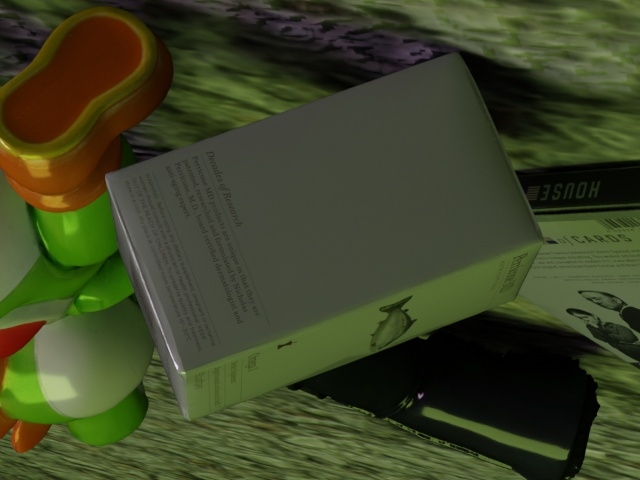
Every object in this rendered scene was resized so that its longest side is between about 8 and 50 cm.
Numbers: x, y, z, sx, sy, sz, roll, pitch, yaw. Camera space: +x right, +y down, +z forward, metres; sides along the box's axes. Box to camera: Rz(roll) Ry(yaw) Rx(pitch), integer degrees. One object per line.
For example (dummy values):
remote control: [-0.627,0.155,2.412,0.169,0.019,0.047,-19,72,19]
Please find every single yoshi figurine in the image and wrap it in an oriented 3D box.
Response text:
yoshi figurine: [-0.137,-0.021,1.093,0.203,0.204,0.362,-18,149,-8]

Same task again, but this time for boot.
boot: [0.081,0.086,1.269,0.207,0.094,0.246,17,170,8]

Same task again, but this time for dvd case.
dvd case: [0.186,0.022,1.095,0.179,0.030,0.238,-3,154,46]

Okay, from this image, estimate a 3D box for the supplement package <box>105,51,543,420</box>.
supplement package: [0.000,0.000,0.927,0.179,0.105,0.105,-20,164,-8]
